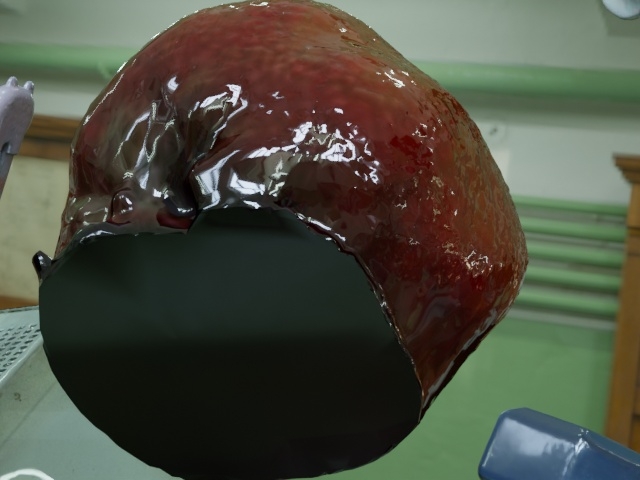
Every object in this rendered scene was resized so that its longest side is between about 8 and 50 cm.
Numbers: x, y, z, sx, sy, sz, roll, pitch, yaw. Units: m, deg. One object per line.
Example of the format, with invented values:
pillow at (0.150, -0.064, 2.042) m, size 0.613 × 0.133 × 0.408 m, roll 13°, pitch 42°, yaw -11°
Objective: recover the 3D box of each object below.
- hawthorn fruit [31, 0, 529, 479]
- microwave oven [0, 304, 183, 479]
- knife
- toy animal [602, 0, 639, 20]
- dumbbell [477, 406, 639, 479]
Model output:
hawthorn fruit at (0.000, 0.000, 0.504) m, size 0.189 × 0.190 × 0.251 m, roll 7°, pitch 6°, yaw 27°
microwave oven at (-0.278, 0.310, 1.223) m, size 0.247 × 0.333 × 0.394 m, roll -10°, pitch -55°, yaw 47°
knife at (-0.394, 0.010, 1.328) m, size 0.038 × 0.399 × 0.132 m, roll 18°, pitch 4°, yaw 11°
toy animal at (0.414, -0.325, 1.163) m, size 0.183 × 0.310 × 0.247 m, roll 44°, pitch 18°, yaw 5°
dumbbell at (0.157, 0.305, 0.985) m, size 0.160 × 0.325 × 0.144 m, roll 16°, pitch -14°, yaw 44°
